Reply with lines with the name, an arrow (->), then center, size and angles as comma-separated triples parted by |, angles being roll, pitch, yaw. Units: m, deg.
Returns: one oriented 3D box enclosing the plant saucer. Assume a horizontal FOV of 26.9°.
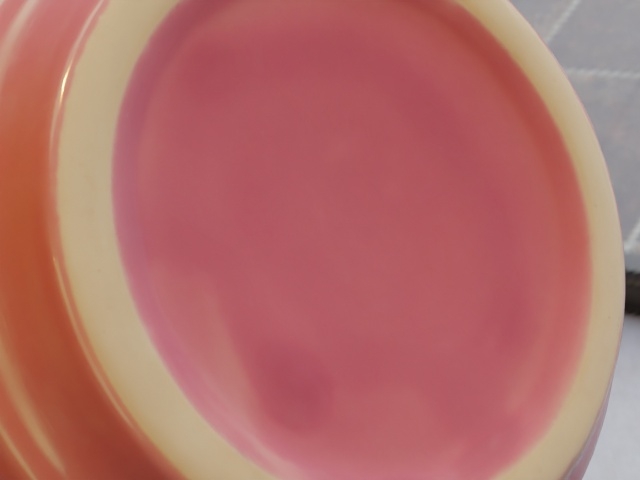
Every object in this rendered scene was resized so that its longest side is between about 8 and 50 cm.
plant saucer -> 0.000, 0.000, 0.519 | 0.084, 0.332, 0.332 | -23, 27, 55
